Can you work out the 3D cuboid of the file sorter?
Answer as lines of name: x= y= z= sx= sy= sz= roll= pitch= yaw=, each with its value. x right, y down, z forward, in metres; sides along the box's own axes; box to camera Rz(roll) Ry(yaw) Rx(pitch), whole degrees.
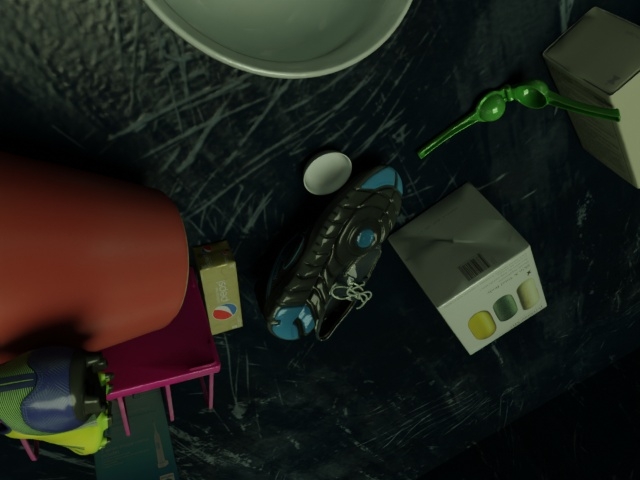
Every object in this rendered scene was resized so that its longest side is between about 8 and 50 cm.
file sorter: x=-0.331 y=0.199 z=0.844 sx=0.291 sy=0.202 sz=0.182 roll=-10 pitch=139 yaw=-21

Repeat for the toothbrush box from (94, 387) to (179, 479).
toothbrush box: x=-0.341 y=0.378 z=0.946 sx=0.126 sy=0.295 sz=0.216 roll=-7 pitch=136 yaw=-23

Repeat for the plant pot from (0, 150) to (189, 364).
plant pot: x=-0.317 y=0.026 z=0.644 sx=0.243 sy=0.275 sz=0.275 roll=-1 pitch=133 yaw=-42

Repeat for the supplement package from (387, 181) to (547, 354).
supplement package: x=0.305 y=0.065 z=1.067 sx=0.199 sy=0.198 sz=0.262 roll=-35 pitch=139 yaw=6

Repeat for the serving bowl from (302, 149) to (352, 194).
serving bowl: x=0.007 y=-0.114 z=0.845 sx=0.083 sy=0.027 sz=0.083 roll=-16 pitch=137 yaw=-15

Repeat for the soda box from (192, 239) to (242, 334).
soda box: x=-0.179 y=0.086 z=0.920 sx=0.061 sy=0.058 sz=0.181 roll=-14 pitch=138 yaw=-17

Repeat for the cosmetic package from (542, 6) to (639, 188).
cosmetic package: x=0.522 y=-0.238 z=0.914 sx=0.113 sy=0.160 sz=0.309 roll=-42 pitch=139 yaw=13

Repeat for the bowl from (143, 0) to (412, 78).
bowl: x=-0.060 y=-0.288 z=0.503 sx=0.298 sy=0.134 sz=0.297 roll=0 pitch=90 yaw=-20

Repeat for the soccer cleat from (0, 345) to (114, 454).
soccer cleat: x=-0.301 y=0.186 z=0.590 sx=0.121 sy=0.093 sz=0.289 roll=-1 pitch=152 yaw=-18

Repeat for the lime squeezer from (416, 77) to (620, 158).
lime squeezer: x=0.315 y=-0.209 z=0.870 sx=0.310 sy=0.109 sz=0.059 roll=-7 pitch=166 yaw=25

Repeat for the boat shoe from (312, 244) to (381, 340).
boat shoe: x=0.049 y=0.099 z=1.048 sx=0.095 sy=0.079 sz=0.254 roll=16 pitch=122 yaw=-39

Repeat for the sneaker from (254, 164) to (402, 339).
sneaker: x=0.000 y=0.000 z=0.893 sx=0.125 sy=0.139 sz=0.341 roll=37 pitch=95 yaw=-36
